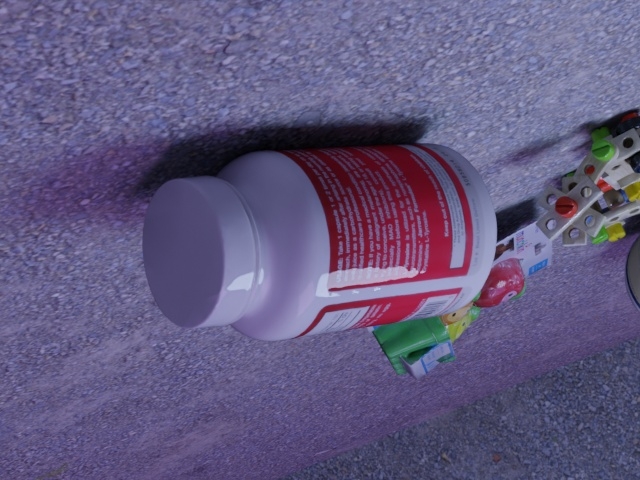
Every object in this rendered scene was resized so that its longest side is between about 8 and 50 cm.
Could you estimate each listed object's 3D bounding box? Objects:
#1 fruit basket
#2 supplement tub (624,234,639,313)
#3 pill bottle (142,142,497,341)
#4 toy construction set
[{"bbox_3d":[0.248,0.097,2.324,0.353,0.165,0.327,-24,162,1],"label":"fruit basket"},{"bbox_3d":[0.701,0.026,2.485,0.236,0.235,0.325,-18,162,-7],"label":"supplement tub"},{"bbox_3d":[0.000,0.000,1.664,0.408,0.229,0.229,-5,157,-38],"label":"pill bottle"},{"bbox_3d":[0.426,-0.082,2.052,0.215,0.151,0.328,-28,172,21],"label":"toy construction set"}]
